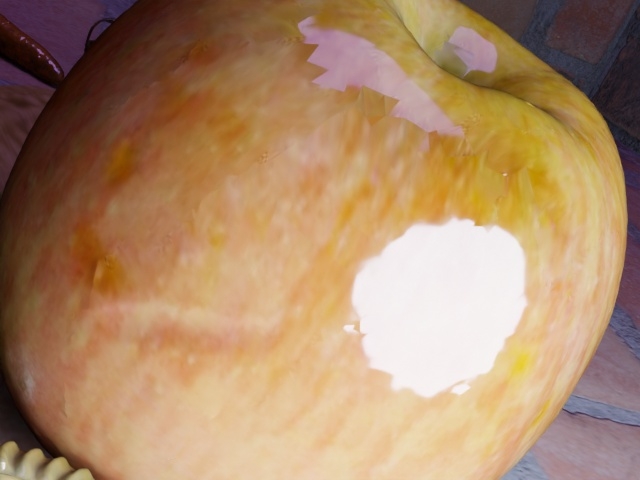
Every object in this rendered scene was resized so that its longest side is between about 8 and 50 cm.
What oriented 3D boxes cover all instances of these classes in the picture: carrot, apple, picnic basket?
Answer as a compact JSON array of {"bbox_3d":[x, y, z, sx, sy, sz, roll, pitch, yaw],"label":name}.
[{"bbox_3d":[-0.420,-0.271,1.107,0.224,0.057,0.057,35,23,14],"label":"carrot"},{"bbox_3d":[0.000,0.000,0.547,0.391,0.346,0.391,25,25,-13],"label":"apple"},{"bbox_3d":[-0.308,-0.284,1.205,0.072,0.083,0.072,21,23,-9],"label":"picnic basket"}]

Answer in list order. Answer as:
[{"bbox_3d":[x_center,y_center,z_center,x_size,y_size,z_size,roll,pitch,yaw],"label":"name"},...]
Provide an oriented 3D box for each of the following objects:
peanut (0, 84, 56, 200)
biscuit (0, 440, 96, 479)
[{"bbox_3d":[-0.249,-0.048,0.667,0.153,0.140,0.325,54,26,17],"label":"peanut"},{"bbox_3d":[-0.158,0.173,0.332,0.259,0.079,0.259,22,21,-9],"label":"biscuit"}]
